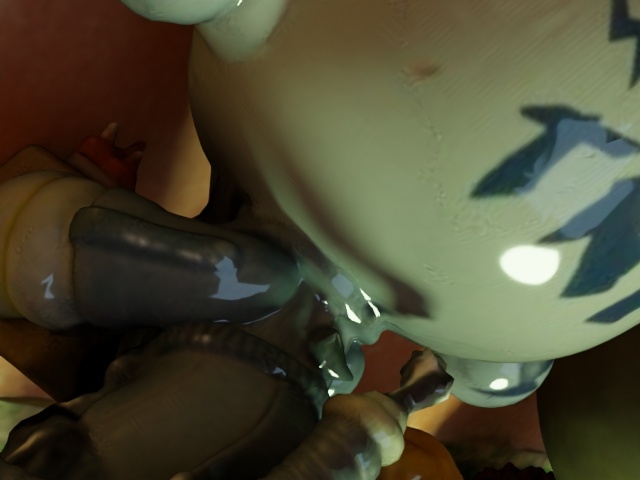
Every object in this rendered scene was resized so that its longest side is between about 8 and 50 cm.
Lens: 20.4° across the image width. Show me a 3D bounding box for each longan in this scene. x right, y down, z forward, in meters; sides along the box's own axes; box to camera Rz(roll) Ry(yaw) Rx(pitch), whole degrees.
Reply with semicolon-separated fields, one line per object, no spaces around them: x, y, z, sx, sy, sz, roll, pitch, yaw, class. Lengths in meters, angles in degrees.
0.190;0.076;0.819;0.159;0.185;0.204;-20;135;40;longan

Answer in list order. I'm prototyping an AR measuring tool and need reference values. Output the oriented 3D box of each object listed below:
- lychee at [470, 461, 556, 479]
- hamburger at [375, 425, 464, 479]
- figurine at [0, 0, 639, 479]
0.096;0.172;0.874;0.123;0.123;0.129;-28;145;-20;lychee
-0.005;0.165;0.703;0.237;0.237;0.149;-25;137;-23;hamburger
0.000;0.001;0.574;0.382;0.186;0.261;-45;149;-6;figurine
